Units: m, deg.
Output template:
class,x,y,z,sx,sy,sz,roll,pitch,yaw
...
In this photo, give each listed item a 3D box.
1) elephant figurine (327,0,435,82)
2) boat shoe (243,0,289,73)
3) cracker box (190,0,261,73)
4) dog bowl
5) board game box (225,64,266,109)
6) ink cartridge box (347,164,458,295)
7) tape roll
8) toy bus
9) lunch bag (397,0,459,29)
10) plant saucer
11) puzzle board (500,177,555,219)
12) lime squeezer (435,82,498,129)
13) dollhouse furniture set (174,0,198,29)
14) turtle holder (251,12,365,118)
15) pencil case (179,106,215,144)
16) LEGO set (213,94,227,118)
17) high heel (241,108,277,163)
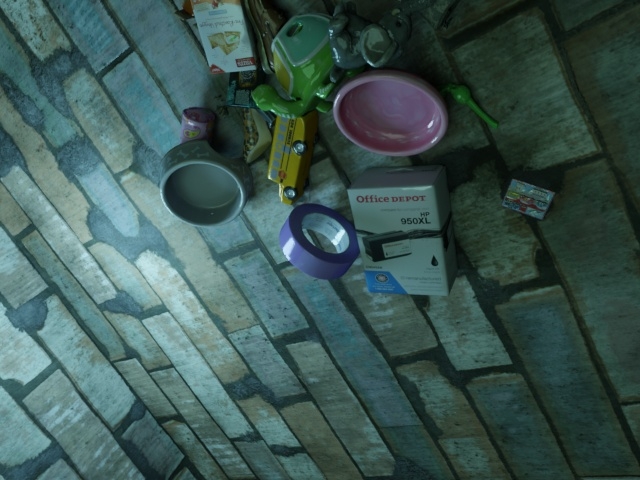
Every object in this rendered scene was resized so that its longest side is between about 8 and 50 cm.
class,x,y,z,sx,sy,sz,roll,pitch,yaw
elephant figurine,0.147,-0.499,1.276,0.239,0.170,0.186,17,154,21
boat shoe,-0.147,-0.663,1.560,0.104,0.111,0.308,-1,128,22
cracker box,-0.284,-0.635,1.573,0.155,0.067,0.232,-1,128,15
dog bowl,-0.424,-0.193,1.895,0.348,0.102,0.349,-2,131,-2
board game box,-0.238,-0.526,1.681,0.126,0.026,0.186,12,97,20
ink cartridge box,0.275,-0.030,1.690,0.285,0.166,0.395,0,119,27
tape roll,0.000,0.000,1.780,0.274,0.275,0.090,37,129,2
toy bus,-0.096,-0.290,1.755,0.130,0.108,0.333,24,127,13
lunch bag,0.251,-0.698,1.251,0.305,0.212,0.256,37,123,0
plant saucer,0.204,-0.376,1.492,0.331,0.084,0.332,12,153,6
puzzle board,0.621,-0.123,1.553,0.128,0.011,0.097,21,127,14
lime squeezer,0.365,-0.406,1.493,0.310,0.059,0.110,16,157,17
dollhouse furniture set,-0.399,-0.808,1.570,0.259,0.135,0.262,34,129,4
turtle holder,-0.034,-0.498,1.496,0.227,0.243,0.320,42,114,0
pencil case,-0.467,-0.348,1.906,0.124,0.124,0.284,29,129,8
LEGO set,-0.349,-0.472,1.832,0.054,0.023,0.083,9,110,20
high heel,-0.250,-0.403,1.798,0.186,0.093,0.261,52,137,11
